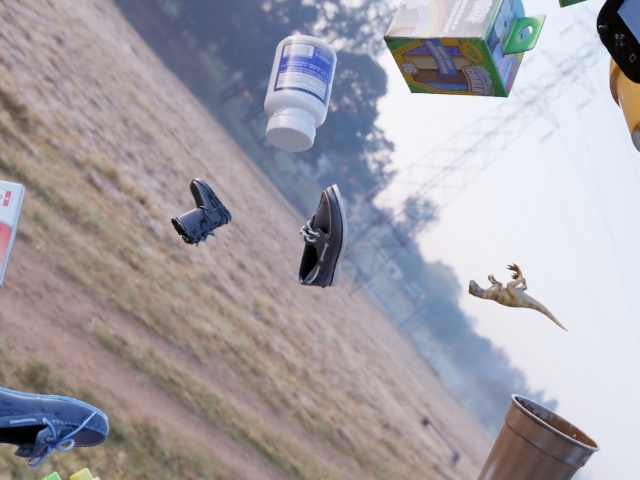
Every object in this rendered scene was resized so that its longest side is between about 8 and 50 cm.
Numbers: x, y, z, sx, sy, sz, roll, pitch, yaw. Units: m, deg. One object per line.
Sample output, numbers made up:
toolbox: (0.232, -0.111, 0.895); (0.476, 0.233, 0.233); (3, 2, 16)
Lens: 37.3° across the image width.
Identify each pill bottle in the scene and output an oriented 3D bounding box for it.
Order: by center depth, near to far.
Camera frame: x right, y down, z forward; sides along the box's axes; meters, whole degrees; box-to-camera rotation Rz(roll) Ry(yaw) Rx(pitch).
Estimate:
pill bottle: (-0.039, -0.258, 1.681); (0.112, 0.112, 0.186); (49, 46, -55)

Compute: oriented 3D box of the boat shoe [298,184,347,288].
boat shoe: (0.000, 0.000, 1.516); (0.075, 0.065, 0.206); (-110, -162, -44)

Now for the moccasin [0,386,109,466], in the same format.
moccasin: (-0.563, 0.369, 1.815); (0.342, 0.138, 0.116); (18, 39, -38)

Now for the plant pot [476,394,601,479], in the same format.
plant pot: (0.354, 0.372, 1.594); (0.167, 0.165, 0.167); (29, 7, -4)

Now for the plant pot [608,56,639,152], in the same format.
plant pot: (0.605, -0.246, 1.644); (0.205, 0.205, 0.187); (50, 41, -38)

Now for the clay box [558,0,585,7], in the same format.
clay box: (0.370, -0.439, 1.314); (0.053, 0.128, 0.221); (50, 29, -61)

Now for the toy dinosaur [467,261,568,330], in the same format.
toy dinosaur: (0.399, 0.114, 1.922); (0.212, 0.112, 0.064); (17, -27, 1)

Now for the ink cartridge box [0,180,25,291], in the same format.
ink cartridge box: (-0.485, -0.020, 1.218); (0.179, 0.145, 0.045); (12, -25, -14)

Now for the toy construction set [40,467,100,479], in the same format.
toy construction set: (-0.469, 0.447, 1.388); (0.215, 0.328, 0.151); (-21, -97, 66)

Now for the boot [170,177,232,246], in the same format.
boot: (-0.235, -0.052, 1.771); (0.121, 0.099, 0.045); (49, -30, 15)

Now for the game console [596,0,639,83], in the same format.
game console: (0.378, -0.281, 0.913); (0.361, 0.044, 0.213); (113, -36, -58)

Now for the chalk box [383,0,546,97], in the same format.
chalk box: (0.227, -0.302, 1.405); (0.213, 0.132, 0.132); (10, -27, 32)
